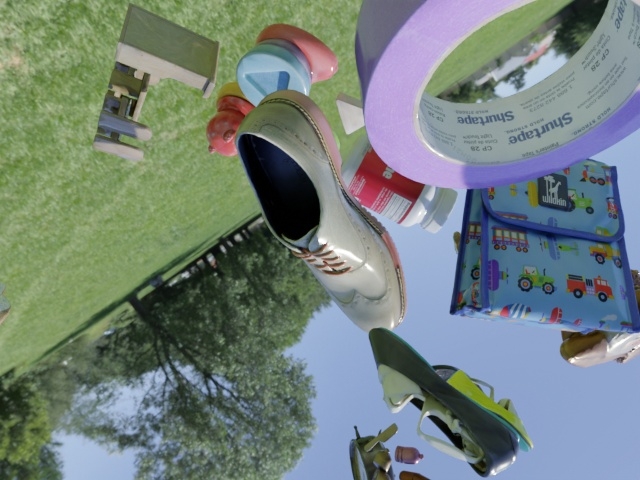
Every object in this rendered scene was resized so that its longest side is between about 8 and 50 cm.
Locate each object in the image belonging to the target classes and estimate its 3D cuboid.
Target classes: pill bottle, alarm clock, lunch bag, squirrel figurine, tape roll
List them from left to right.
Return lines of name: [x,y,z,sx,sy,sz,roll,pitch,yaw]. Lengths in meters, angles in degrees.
alarm clock: [0.103,0.462,0.823,0.064,0.192,0.129,-4,172,-12]
pill bottle: [0.270,-0.193,1.558,0.229,0.408,0.229,-63,-179,1]
tape roll: [0.171,-0.159,0.383,0.275,0.090,0.274,-3,151,-2]
lunch bag: [0.339,-0.017,0.672,0.221,0.293,0.138,8,168,-1]
squirrel figurine: [0.741,0.135,1.202,0.281,0.397,0.370,-43,-136,23]

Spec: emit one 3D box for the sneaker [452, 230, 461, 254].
sneaker: [0.471,0.010,1.493,0.032,0.083,0.037,-1,158,1]

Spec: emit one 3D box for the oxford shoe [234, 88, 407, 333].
oxford shoe: [0.000,0.000,0.599,0.141,0.397,0.146,-21,-158,29]

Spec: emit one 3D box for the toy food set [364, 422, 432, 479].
toy food set: [0.102,0.290,0.518,0.078,0.122,0.019,-45,147,13]

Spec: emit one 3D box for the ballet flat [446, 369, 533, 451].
ballet flat: [0.391,0.378,0.981,0.077,0.231,0.077,-52,175,-28]

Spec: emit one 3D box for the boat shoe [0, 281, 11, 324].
boat shoe: [-0.593,0.092,0.711,0.277,0.096,0.098,3,-126,45]

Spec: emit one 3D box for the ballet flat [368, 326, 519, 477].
ballet flat: [0.117,0.177,0.481,0.074,0.203,0.074,-36,147,-28]

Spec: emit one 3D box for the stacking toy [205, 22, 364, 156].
stacking toy: [-0.068,-0.225,0.838,0.309,0.280,0.130,-31,-148,54]

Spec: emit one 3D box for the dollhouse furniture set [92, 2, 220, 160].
dollhouse furniture set: [-0.317,-0.295,0.836,0.242,0.161,0.212,-35,-132,50]

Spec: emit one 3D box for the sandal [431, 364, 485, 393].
sandal: [0.478,0.540,1.377,0.167,0.446,0.107,-53,-165,9]
